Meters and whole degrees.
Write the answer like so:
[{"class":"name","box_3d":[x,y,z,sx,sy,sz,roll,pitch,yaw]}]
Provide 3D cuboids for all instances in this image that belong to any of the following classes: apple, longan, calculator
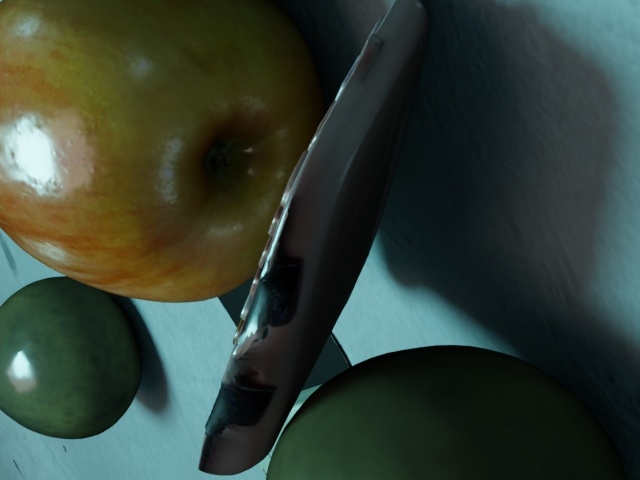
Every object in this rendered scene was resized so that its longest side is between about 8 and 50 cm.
[{"class":"apple","box_3d":[-0.114,-0.069,1.179,0.241,0.242,0.242,18,131,57]},{"class":"longan","box_3d":[0.079,0.173,1.050,0.246,0.215,0.246,36,172,6]},{"class":"longan","box_3d":[-0.263,0.124,1.818,0.167,0.167,0.187,50,176,28]},{"class":"calculator","box_3d":[0.000,0.000,1.059,0.048,0.220,0.329,24,140,7]}]

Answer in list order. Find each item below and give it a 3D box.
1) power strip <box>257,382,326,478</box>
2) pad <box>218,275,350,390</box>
[{"class":"power strip","box_3d":[0.024,0.153,1.345,0.098,0.058,0.338,61,156,0]},{"class":"pad","box_3d":[-0.057,0.035,1.466,0.267,0.004,0.181,57,156,12]}]
